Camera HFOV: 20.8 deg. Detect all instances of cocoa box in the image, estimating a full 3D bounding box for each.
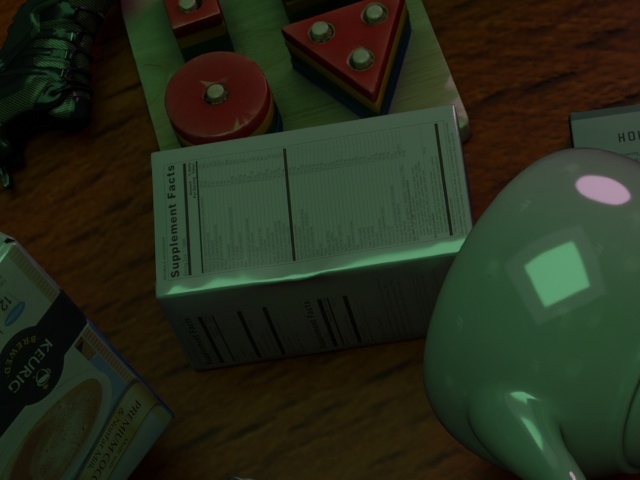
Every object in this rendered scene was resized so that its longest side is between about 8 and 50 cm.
[{"bbox_3d":[-0.326,0.167,1.256,0.231,0.228,0.347,18,64,44],"label":"cocoa box"}]

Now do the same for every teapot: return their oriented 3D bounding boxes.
[{"bbox_3d":[0.209,0.067,1.202,0.187,0.252,0.256,28,93,30],"label":"teapot"}]

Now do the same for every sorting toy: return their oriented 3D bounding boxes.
[{"bbox_3d":[-0.033,-0.169,1.502,0.257,0.089,0.255,-18,59,0],"label":"sorting toy"}]

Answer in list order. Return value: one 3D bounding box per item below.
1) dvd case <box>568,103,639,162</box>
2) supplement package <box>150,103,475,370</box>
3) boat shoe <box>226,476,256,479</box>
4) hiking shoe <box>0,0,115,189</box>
[{"bbox_3d":[0.298,-0.009,1.379,0.179,0.029,0.238,-7,59,8],"label":"dvd case"},{"bbox_3d":[0.000,0.000,1.372,0.244,0.134,0.139,-8,60,6],"label":"supplement package"},{"bbox_3d":[0.097,0.236,1.218,0.367,0.136,0.156,28,70,21],"label":"boat shoe"},{"bbox_3d":[-0.228,-0.152,1.538,0.114,0.086,0.227,43,92,14],"label":"hiking shoe"}]
